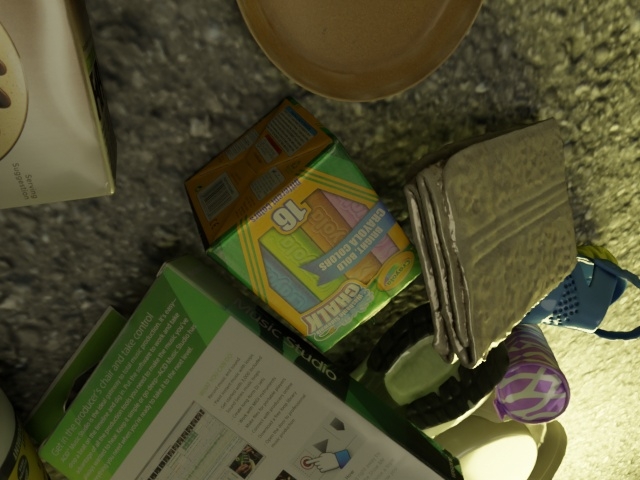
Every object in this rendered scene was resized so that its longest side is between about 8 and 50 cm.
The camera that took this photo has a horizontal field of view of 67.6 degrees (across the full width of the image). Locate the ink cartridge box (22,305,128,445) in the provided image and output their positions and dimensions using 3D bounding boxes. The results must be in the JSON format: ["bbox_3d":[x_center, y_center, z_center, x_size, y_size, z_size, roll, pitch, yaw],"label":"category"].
[{"bbox_3d":[-0.161,0.206,0.532,0.255,0.097,0.189,40,101,1],"label":"ink cartridge box"}]

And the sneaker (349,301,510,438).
[{"bbox_3d":[0.066,0.246,0.631,0.410,0.158,0.182,-35,150,10],"label":"sneaker"}]

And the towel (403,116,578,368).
[{"bbox_3d":[0.184,-0.014,0.481,0.282,0.049,0.187,-22,104,-41],"label":"towel"}]

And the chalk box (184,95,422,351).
[{"bbox_3d":[0.000,0.000,0.452,0.132,0.132,0.213,-40,128,3],"label":"chalk box"}]

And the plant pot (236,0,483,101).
[{"bbox_3d":[0.038,-0.235,0.390,0.236,0.032,0.236,-11,122,-18],"label":"plant pot"}]

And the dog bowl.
[{"bbox_3d":[0.237,0.383,0.804,0.348,0.102,0.349,-11,122,-18],"label":"dog bowl"}]

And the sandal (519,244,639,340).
[{"bbox_3d":[0.319,0.067,0.631,0.317,0.138,0.126,1,120,-22],"label":"sandal"}]

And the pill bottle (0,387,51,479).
[{"bbox_3d":[-0.340,0.298,0.445,0.187,0.188,0.334,-12,124,-17],"label":"pill bottle"}]

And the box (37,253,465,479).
[{"bbox_3d":[-0.067,0.199,0.442,0.322,0.058,0.232,37,101,0],"label":"box"}]

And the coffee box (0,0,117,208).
[{"bbox_3d":[-0.227,-0.169,0.257,0.168,0.119,0.297,-9,122,-17],"label":"coffee box"}]

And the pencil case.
[{"bbox_3d":[0.265,0.162,0.635,0.088,0.206,0.086,-22,89,17],"label":"pencil case"}]
